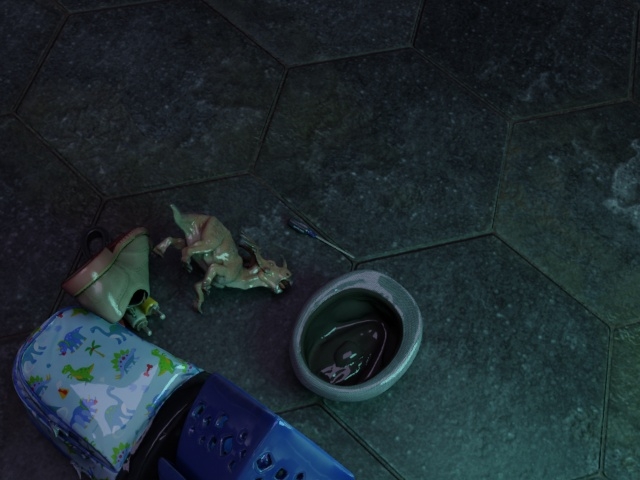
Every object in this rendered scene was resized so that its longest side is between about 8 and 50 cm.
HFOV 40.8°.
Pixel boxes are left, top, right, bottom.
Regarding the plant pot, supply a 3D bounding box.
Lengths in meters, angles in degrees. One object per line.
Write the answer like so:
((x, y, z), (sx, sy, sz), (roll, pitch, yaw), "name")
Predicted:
((-0.125, 0.398, 1.477), (0.212, 0.236, 0.236), (-53, 36, -12), "plant pot")

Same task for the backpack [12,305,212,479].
((-0.394, 0.282, 1.593), (0.355, 0.273, 0.290), (26, 64, 30), "backpack")

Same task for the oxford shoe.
((-0.387, 0.071, 1.671), (0.123, 0.348, 0.130), (-36, 98, 16), "oxford shoe")

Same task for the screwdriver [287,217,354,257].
((0.000, 0.000, 1.908), (0.169, 0.024, 0.025), (35, 92, 6), "screwdriver")

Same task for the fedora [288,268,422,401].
((0.068, 0.206, 1.730), (0.243, 0.124, 0.275), (35, 71, 16), "fedora")

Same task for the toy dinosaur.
((-0.210, 0.018, 1.770), (0.200, 0.127, 0.296), (-46, 113, -29), "toy dinosaur")

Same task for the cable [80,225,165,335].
((-0.445, 0.098, 1.798), (0.139, 0.072, 0.287), (-32, 55, -12), "cable")
